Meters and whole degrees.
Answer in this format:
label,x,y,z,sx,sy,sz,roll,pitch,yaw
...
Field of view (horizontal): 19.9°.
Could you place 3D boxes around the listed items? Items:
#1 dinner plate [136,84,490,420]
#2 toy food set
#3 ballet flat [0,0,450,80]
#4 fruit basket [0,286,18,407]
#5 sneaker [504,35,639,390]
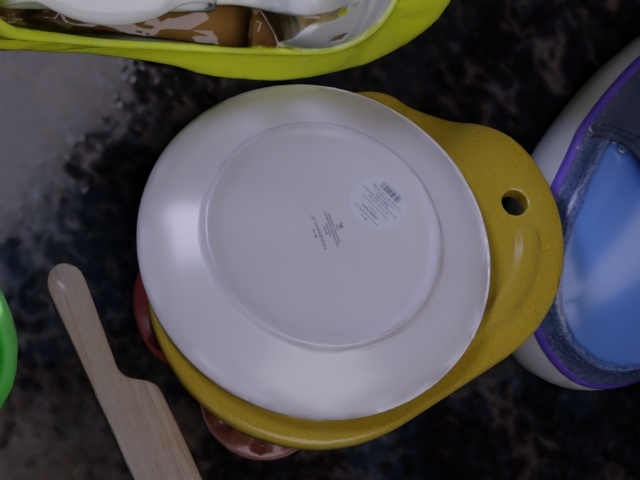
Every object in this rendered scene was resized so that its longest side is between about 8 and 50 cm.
label,x,y,z,sx,sy,sz,roll,pitch,yaw
dinner plate,0.000,0.000,0.703,0.141,0.017,0.141,6,66,-13
toy food set,-0.006,0.028,0.738,0.218,0.071,0.128,-29,77,-23
ballet flat,-0.038,-0.098,0.695,0.231,0.077,0.077,-3,98,-24
fruit basket,-0.253,-0.057,0.450,0.283,0.392,0.392,-24,107,-19
sneaker,0.239,-0.044,0.737,0.323,0.236,0.130,-39,111,-14
